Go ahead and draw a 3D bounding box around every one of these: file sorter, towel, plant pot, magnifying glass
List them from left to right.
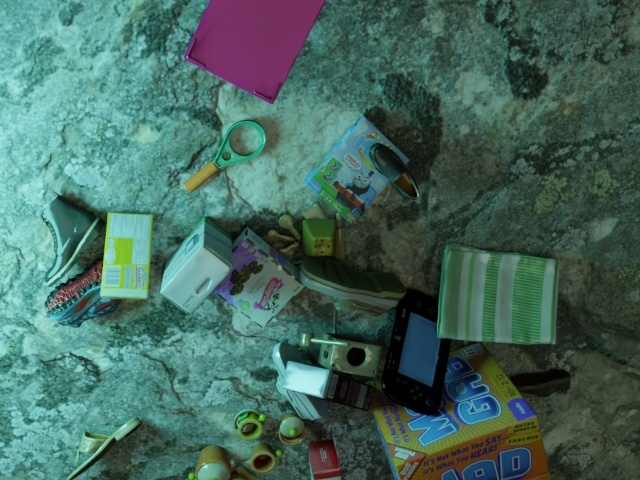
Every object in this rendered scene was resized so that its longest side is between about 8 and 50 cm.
[{"bbox_3d":[-0.226,-0.194,1.658,0.231,0.026,0.092,-38,112,7],"label":"magnifying glass"},{"bbox_3d":[-0.131,-0.473,1.481,0.202,0.182,0.290,25,104,-16],"label":"file sorter"},{"bbox_3d":[0.000,0.000,1.707,0.082,0.083,0.081,-1,111,-5],"label":"plant pot"},{"bbox_3d":[0.468,0.144,1.844,0.325,0.038,0.247,7,82,-12],"label":"towel"}]

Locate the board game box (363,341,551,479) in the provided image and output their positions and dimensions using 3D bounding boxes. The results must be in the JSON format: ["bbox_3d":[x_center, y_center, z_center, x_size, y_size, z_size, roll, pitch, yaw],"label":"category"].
[{"bbox_3d":[0.360,0.552,1.862,0.357,0.356,0.356,-19,114,-2],"label":"board game box"}]

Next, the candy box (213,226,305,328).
[{"bbox_3d":[-0.161,0.093,1.738,0.196,0.070,0.165,39,107,-15],"label":"candy box"}]

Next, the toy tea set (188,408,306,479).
[{"bbox_3d":[-0.189,0.582,1.908,0.200,0.124,0.336,39,100,-20],"label":"toy tea set"}]

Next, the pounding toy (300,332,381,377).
[{"bbox_3d":[0.042,0.293,1.794,0.206,0.181,0.094,11,87,-13],"label":"pounding toy"}]

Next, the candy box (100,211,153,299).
[{"bbox_3d":[-0.448,0.035,1.641,0.105,0.027,0.205,4,70,-13],"label":"candy box"}]

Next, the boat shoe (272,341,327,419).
[{"bbox_3d":[-0.074,0.381,1.867,0.084,0.095,0.258,-17,113,26],"label":"boat shoe"}]

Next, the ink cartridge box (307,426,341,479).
[{"bbox_3d":[0.013,0.653,1.964,0.078,0.134,0.230,-7,111,-6],"label":"ink cartridge box"}]

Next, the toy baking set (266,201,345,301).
[{"bbox_3d":[-0.031,0.027,1.776,0.197,0.030,0.256,-7,111,-4],"label":"toy baking set"}]

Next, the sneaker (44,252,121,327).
[{"bbox_3d":[-0.524,0.119,1.706,0.262,0.104,0.125,-29,141,-6],"label":"sneaker"}]

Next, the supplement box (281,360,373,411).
[{"bbox_3d":[0.022,0.373,1.798,0.239,0.130,0.073,35,66,-53],"label":"supplement box"}]

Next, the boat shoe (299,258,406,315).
[{"bbox_3d":[0.071,0.128,1.765,0.303,0.113,0.103,16,121,-28],"label":"boat shoe"}]

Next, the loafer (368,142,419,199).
[{"bbox_3d":[0.181,-0.163,1.672,0.062,0.061,0.170,-46,113,2],"label":"loafer"}]

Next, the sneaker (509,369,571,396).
[{"bbox_3d":[0.625,0.421,2.014,0.189,0.066,0.071,-6,113,-7],"label":"sneaker"}]

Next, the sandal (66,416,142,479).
[{"bbox_3d":[-0.587,0.526,1.861,0.240,0.088,0.079,-39,81,-1],"label":"sandal"}]

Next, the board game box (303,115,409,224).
[{"bbox_3d":[0.087,-0.168,1.701,0.160,0.039,0.211,40,92,-21],"label":"board game box"}]

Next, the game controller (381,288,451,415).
[{"bbox_3d":[0.249,0.279,1.797,0.167,0.319,0.067,31,144,-20],"label":"game controller"}]

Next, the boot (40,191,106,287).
[{"bbox_3d":[-0.615,-0.003,1.648,0.137,0.077,0.197,38,88,-16],"label":"boot"}]

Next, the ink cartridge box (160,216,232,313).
[{"bbox_3d":[-0.284,0.054,1.641,0.093,0.212,0.154,39,101,-20],"label":"ink cartridge box"}]
